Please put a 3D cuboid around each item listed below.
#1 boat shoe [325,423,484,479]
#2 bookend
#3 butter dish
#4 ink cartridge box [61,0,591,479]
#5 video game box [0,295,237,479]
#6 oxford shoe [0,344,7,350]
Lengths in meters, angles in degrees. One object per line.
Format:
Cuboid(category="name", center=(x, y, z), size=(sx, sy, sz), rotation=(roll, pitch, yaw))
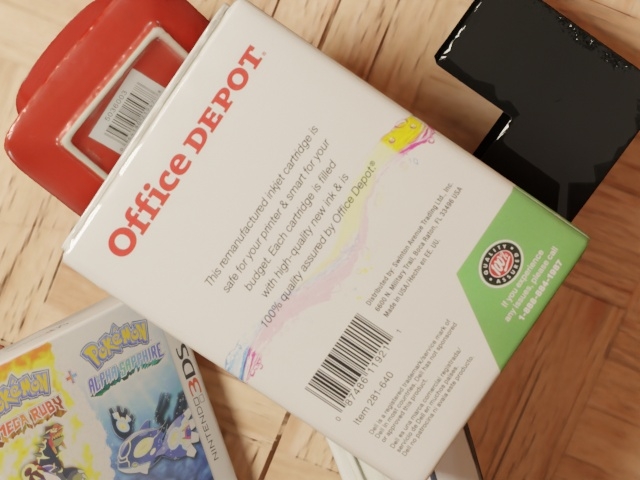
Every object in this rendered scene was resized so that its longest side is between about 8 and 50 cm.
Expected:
Cuboid(category="boat shoe", center=(0.061, 0.260, 1.340), size=(0.156, 0.136, 0.367), rotation=(-16, 97, 5))
Cuboid(category="bookend", center=(0.132, -0.090, 1.300), size=(0.156, 0.072, 0.157), rotation=(34, 100, -5))
Cuboid(category="butter dish", center=(-0.145, -0.102, 1.294), size=(0.160, 0.118, 0.160), rotation=(-50, 134, -2))
Cuboid(category="ink cartridge box", center=(0.000, 0.000, 1.209), size=(0.278, 0.117, 0.201), rotation=(34, 92, -7))
Cuboid(category="video game box", center=(-0.160, 0.149, 1.305), size=(0.048, 0.205, 0.187), rotation=(-11, 102, 46))
Cuboid(category="oxford shoe", center=(-0.336, 0.142, 1.335), size=(0.348, 0.130, 0.123), rotation=(0, 101, 3))
